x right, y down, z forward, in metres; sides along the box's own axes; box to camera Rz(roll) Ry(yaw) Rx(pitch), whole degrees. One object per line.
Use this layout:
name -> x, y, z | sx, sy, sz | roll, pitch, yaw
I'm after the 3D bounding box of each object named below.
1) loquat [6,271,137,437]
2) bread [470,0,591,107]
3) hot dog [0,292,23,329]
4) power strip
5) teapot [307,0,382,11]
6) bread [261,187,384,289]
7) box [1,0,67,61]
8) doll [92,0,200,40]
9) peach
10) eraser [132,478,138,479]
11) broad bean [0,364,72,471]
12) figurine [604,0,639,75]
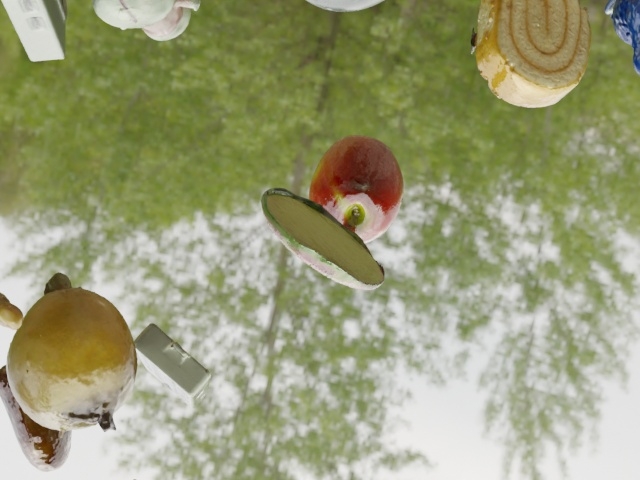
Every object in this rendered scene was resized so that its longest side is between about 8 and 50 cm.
loquat -> -0.295, 0.132, 1.332 | 0.149, 0.204, 0.172 | -10, 153, -5
bread -> 0.224, -0.213, 1.180 | 0.122, 0.149, 0.073 | 14, 161, -13
hot dog -> -0.342, 0.070, 1.190 | 0.044, 0.028, 0.137 | 41, 168, -19
power strip -> -0.206, 0.184, 1.590 | 0.106, 0.043, 0.367 | 41, 168, 3
teapot -> -0.020, -0.320, 1.011 | 0.251, 0.183, 0.183 | 31, -160, 33
bread -> 0.000, 0.000, 1.700 | 0.228, 0.033, 0.228 | 34, -162, -13
box -> -0.498, -0.530, 1.886 | 0.090, 0.367, 0.373 | -9, 167, -7
doll -> -0.289, -0.396, 1.869 | 0.155, 0.113, 0.275 | -14, -178, 13
peach -> 0.070, -0.100, 2.179 | 0.190, 0.196, 0.226 | -25, -153, 18
eraser -> -0.280, 0.449, 1.413 | 0.076, 0.078, 0.298 | 24, -131, 10
broad bean -> -0.383, 0.238, 1.527 | 0.084, 0.165, 0.114 | -9, -169, 10
figurine -> 0.379, -0.217, 1.172 | 0.121, 0.262, 0.164 | -25, 152, 16
